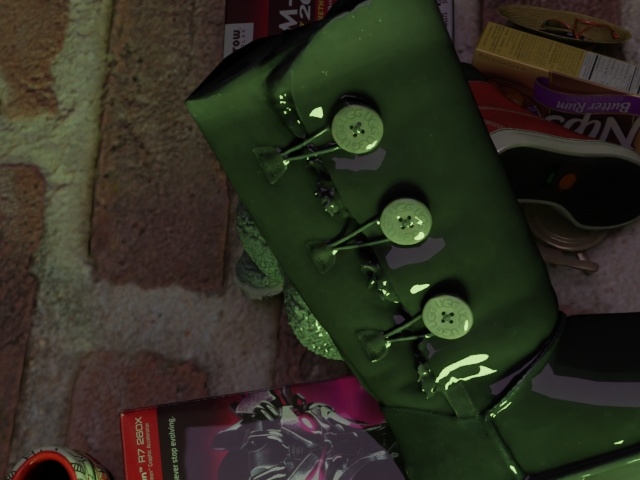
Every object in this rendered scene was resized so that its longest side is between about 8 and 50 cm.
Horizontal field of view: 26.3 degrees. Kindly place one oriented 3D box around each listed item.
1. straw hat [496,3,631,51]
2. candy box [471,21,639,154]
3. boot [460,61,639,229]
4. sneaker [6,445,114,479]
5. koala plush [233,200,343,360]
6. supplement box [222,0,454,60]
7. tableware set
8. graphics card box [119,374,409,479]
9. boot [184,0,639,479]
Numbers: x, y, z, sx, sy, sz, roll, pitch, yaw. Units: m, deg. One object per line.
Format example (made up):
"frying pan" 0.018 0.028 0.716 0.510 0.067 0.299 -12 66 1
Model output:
"straw hat" 0.245 -0.195 1.409 0.144 0.144 0.061 16 113 11
"candy box" 0.238 -0.136 1.358 0.186 0.109 0.053 19 48 10
"boot" 0.205 -0.101 1.317 0.088 0.244 0.176 -58 40 24
"sneaker" -0.261 0.318 1.238 0.090 0.145 0.270 11 72 10
"koala plush" 0.000 0.000 1.298 0.203 0.196 0.221 -18 36 -40
"supplement box" 0.021 -0.212 1.438 0.239 0.073 0.130 -1 71 7
"tableware set" 0.192 -0.031 1.374 0.194 0.039 0.128 13 60 4
"graphics card box" 0.007 0.248 1.263 0.371 0.094 0.233 -8 69 2
"boot" 0.152 -0.013 1.088 0.367 0.146 0.445 -26 98 9
